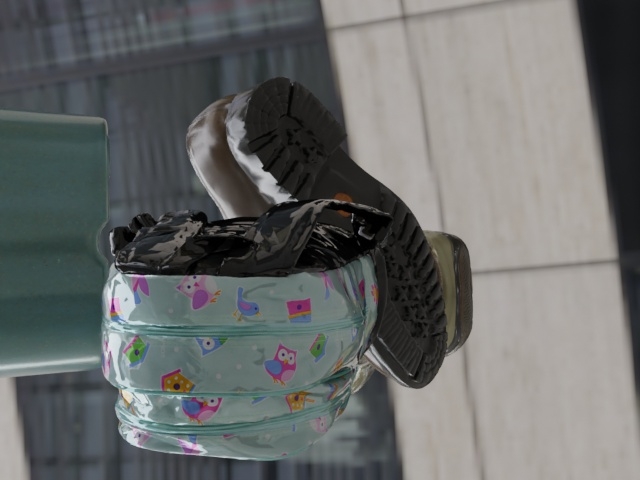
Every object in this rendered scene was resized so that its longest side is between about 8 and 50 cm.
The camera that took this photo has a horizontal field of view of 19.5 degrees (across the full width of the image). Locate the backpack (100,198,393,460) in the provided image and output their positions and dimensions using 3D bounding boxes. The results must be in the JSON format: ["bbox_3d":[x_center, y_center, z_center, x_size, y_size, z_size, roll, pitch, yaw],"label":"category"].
[{"bbox_3d":[-0.039,0.041,0.913,0.182,0.152,0.115,-38,-59,-81],"label":"backpack"}]

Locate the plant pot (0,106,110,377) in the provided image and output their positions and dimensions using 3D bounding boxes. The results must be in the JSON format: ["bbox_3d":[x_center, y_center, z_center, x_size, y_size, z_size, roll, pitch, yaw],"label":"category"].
[{"bbox_3d":[-0.375,0.003,1.828,0.341,0.334,0.341,180,90,-82],"label":"plant pot"}]

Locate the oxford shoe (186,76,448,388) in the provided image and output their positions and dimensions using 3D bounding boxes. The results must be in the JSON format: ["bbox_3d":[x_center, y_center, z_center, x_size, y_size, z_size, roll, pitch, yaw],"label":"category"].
[{"bbox_3d":[0.000,0.000,1.142,0.227,0.096,0.083,55,-130,-20],"label":"oxford shoe"}]

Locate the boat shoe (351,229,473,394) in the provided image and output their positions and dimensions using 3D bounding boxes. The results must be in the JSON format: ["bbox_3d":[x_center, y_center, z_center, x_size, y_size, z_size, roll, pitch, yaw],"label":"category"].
[{"bbox_3d":[-0.004,0.058,1.497,0.120,0.324,0.122,0,-106,-28],"label":"boat shoe"}]
